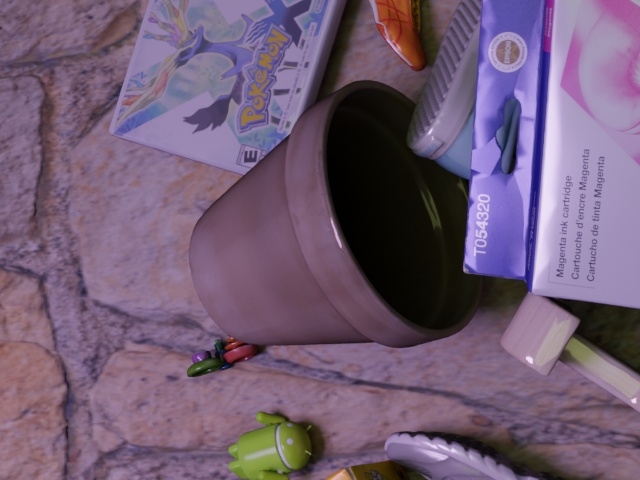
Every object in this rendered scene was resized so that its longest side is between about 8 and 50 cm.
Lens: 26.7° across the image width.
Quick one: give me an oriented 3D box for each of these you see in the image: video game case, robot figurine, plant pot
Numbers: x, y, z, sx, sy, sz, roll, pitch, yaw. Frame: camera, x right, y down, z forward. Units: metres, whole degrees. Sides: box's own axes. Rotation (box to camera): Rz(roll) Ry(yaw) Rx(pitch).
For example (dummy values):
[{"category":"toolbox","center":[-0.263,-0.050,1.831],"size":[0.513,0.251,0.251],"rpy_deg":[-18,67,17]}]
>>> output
[{"category":"video game case","center":[-0.124,-0.266,1.844],"size":[0.300,0.036,0.329],"rpy_deg":[18,91,29]},{"category":"robot figurine","center":[-0.063,0.275,1.763],"size":[0.115,0.067,0.101],"rpy_deg":[-19,48,19]},{"category":"plant pot","center":[0.000,0.000,1.668],"size":[0.280,0.323,0.323],"rpy_deg":[-21,76,35]}]

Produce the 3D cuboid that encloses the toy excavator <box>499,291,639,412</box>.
[{"category":"toy excavator","center":[0.446,0.235,1.508],"size":[0.433,0.445,0.222],"rpy_deg":[28,95,-20]}]

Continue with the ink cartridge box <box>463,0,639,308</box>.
[{"category":"ink cartridge box","center":[0.309,-0.094,1.406],"size":[0.330,0.071,0.324],"rpy_deg":[6,102,20]}]

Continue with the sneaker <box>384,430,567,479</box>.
[{"category":"sneaker","center":[0.198,0.314,1.639],"size":[0.281,0.105,0.115],"rpy_deg":[22,92,21]}]

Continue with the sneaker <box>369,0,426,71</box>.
[{"category":"sneaker","center":[0.104,-0.303,1.765],"size":[0.067,0.064,0.175],"rpy_deg":[-26,76,20]}]

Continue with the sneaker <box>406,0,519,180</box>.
[{"category":"sneaker","center":[0.236,-0.228,1.674],"size":[0.150,0.135,0.366],"rpy_deg":[32,73,-17]}]

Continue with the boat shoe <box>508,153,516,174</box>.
[{"category":"boat shoe","center":[0.259,-0.015,1.668],"size":[0.069,0.081,0.227],"rpy_deg":[-36,66,14]}]

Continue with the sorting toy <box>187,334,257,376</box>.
[{"category":"sorting toy","center":[-0.135,0.149,1.810],"size":[0.102,0.061,0.042],"rpy_deg":[-18,76,-5]}]

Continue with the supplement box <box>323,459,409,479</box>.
[{"category":"supplement box","center":[-0.030,0.443,1.664],"size":[0.356,0.195,0.194],"rpy_deg":[-34,74,15]}]
